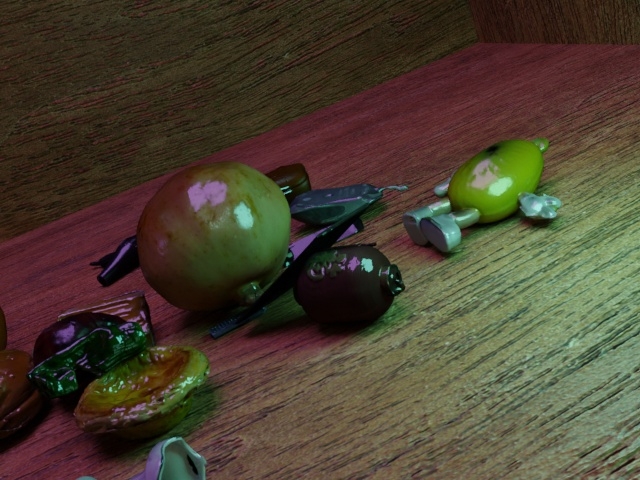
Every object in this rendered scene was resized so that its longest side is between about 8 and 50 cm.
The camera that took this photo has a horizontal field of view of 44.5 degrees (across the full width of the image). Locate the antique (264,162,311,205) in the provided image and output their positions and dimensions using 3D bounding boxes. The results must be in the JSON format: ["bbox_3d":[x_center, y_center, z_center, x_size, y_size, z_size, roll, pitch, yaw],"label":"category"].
[{"bbox_3d":[-0.141,-0.158,2.614,0.224,0.129,0.278,-9,23,28],"label":"antique"}]

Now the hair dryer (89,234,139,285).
[{"bbox_3d":[-0.715,0.083,2.655,0.272,0.091,0.235,-17,27,45],"label":"hair dryer"}]

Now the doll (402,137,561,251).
[{"bbox_3d":[0.409,-0.109,1.967,0.423,0.161,0.348,-18,33,8],"label":"doll"}]

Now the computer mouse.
[{"bbox_3d":[0.080,-0.107,2.347,0.379,0.090,0.167,-10,22,11],"label":"computer mouse"}]

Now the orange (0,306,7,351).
[{"bbox_3d":[-1.001,0.263,2.104,0.312,0.312,0.312,-17,20,7],"label":"orange"}]

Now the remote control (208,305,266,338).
[{"bbox_3d":[-0.201,0.196,1.921,0.152,0.027,0.043,-27,25,-14],"label":"remote control"}]

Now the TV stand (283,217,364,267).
[{"bbox_3d":[0.000,0.000,2.208,0.256,0.040,0.049,-25,21,-12],"label":"TV stand"}]

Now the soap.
[{"bbox_3d":[-0.562,0.229,1.993,0.258,0.080,0.160,-15,41,-7],"label":"soap"}]

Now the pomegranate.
[{"bbox_3d":[-0.264,0.006,1.975,0.412,0.411,0.411,-17,20,7],"label":"pomegranate"}]

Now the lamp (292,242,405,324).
[{"bbox_3d":[0.061,0.092,1.719,0.258,0.180,0.180,-10,22,29],"label":"lamp"}]

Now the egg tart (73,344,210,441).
[{"bbox_3d":[-0.357,0.324,1.614,0.295,0.116,0.295,-18,18,6],"label":"egg tart"}]

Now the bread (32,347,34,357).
[{"bbox_3d":[-0.652,0.259,2.148,0.301,0.045,0.301,-18,20,7],"label":"bread"}]

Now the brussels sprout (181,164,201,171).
[{"bbox_3d":[-0.364,-0.082,2.459,0.268,0.344,0.344,17,25,-1],"label":"brussels sprout"}]

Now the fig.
[{"bbox_3d":[-0.546,0.267,1.800,0.263,0.224,0.224,-9,23,25],"label":"fig"}]

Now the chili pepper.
[{"bbox_3d":[-0.488,0.243,1.648,0.253,0.083,0.099,-28,46,-25],"label":"chili pepper"}]

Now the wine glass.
[{"bbox_3d":[-0.293,0.417,1.261,0.197,0.165,0.165,-18,20,16],"label":"wine glass"}]

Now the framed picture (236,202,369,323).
[{"bbox_3d":[-0.041,0.053,1.833,0.338,0.014,0.255,-47,-8,35],"label":"framed picture"}]

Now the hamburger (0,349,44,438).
[{"bbox_3d":[-0.788,0.376,1.817,0.319,0.158,0.318,-18,23,8],"label":"hamburger"}]
